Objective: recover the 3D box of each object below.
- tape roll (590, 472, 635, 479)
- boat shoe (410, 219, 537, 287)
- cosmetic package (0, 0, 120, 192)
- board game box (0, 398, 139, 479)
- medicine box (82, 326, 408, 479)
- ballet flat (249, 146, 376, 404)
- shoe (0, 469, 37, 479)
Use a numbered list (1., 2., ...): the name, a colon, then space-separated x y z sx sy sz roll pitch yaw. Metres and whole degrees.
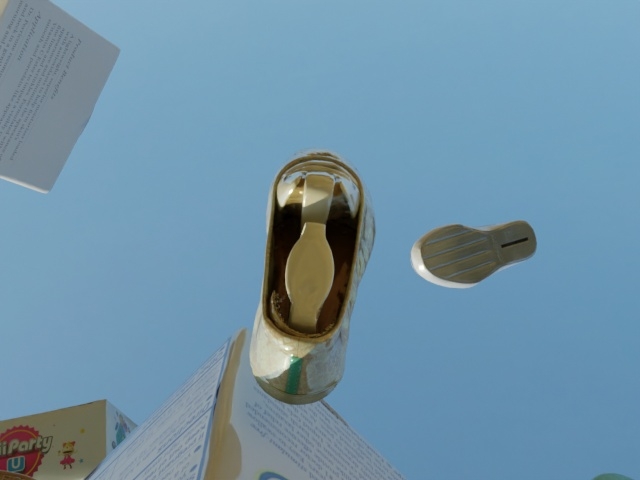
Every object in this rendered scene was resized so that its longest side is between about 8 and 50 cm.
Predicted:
1. tape roll: 0.461 0.478 1.383 0.077 0.321 0.321 -47 -148 27
2. boat shoe: 0.188 0.022 1.303 0.226 0.083 0.076 -4 170 -40
3. cosmetic package: -0.297 -0.150 0.846 0.151 0.183 0.151 27 -91 15
4. board game box: -0.313 0.307 1.268 0.224 0.303 0.098 -12 -120 8
5. medicine box: -0.082 0.218 0.436 0.263 0.149 0.289 -44 -168 11
6. ballet flat: 0.000 0.000 0.476 0.057 0.052 0.168 5 -134 -2
7. shoe: -0.333 0.202 0.807 0.219 0.058 0.076 21 -160 -13
